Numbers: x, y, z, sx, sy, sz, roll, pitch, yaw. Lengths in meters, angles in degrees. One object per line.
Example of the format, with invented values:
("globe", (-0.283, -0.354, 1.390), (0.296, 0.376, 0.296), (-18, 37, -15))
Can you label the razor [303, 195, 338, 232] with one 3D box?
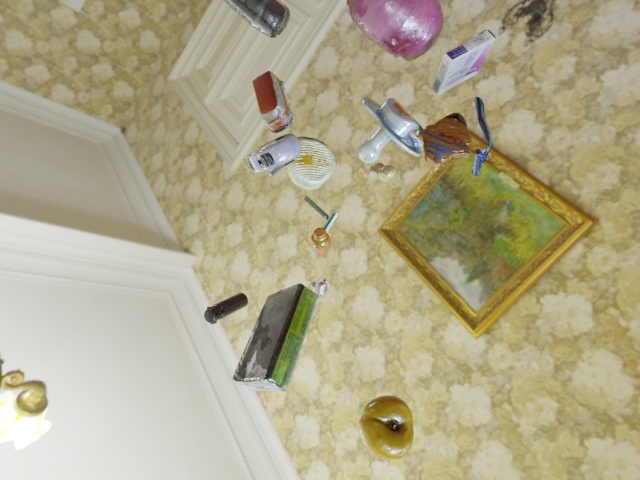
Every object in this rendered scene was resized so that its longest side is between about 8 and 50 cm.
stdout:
("razor", (-0.005, -0.112, 1.684), (0.036, 0.084, 0.211), (24, -164, -39))

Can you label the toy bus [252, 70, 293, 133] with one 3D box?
("toy bus", (-0.200, -0.570, 1.866), (0.120, 0.121, 0.265), (42, -152, -55))

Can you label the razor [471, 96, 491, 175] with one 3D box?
("razor", (0.521, -0.355, 1.466), (0.093, 0.056, 0.324), (75, -157, -53))

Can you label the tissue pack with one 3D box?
("tissue pack", (-0.171, 0.383, 1.776), (0.124, 0.288, 0.394), (33, -122, -22))

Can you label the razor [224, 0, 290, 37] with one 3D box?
("razor", (-0.251, -0.802, 1.457), (0.349, 0.113, 0.204), (40, -154, -12))

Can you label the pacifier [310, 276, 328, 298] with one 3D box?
("pacifier", (-0.008, 0.198, 1.955), (0.078, 0.099, 0.081), (17, -164, 37))

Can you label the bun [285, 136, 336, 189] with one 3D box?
("bun", (-0.053, -0.343, 2.014), (0.243, 0.244, 0.153), (33, 167, -17))

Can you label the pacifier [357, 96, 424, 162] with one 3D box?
("pacifier", (0.230, -0.368, 1.624), (0.244, 0.233, 0.299), (15, -141, -52))

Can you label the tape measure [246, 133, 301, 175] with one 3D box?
("tape measure", (-0.160, -0.320, 1.700), (0.178, 0.196, 0.105), (11, 131, 62))

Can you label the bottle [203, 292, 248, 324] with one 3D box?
("bottle", (-0.414, 0.298, 2.000), (0.072, 0.082, 0.244), (5, -169, 25))

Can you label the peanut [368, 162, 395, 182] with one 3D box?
("peanut", (0.272, -0.306, 2.044), (0.082, 0.082, 0.187), (27, -179, -31))

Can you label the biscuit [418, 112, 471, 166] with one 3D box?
("biscuit", (0.423, -0.343, 1.518), (0.183, 0.280, 0.043), (24, 151, 16))

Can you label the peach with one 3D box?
("peach", (0.194, 0.543, 1.331), (0.179, 0.103, 0.179), (11, -123, -18))

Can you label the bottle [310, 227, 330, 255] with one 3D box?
("bottle", (0.000, 0.000, 1.532), (0.069, 0.069, 0.187), (43, 170, 12))

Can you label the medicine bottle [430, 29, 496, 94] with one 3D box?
("medicine bottle", (0.480, -0.603, 1.548), (0.052, 0.201, 0.171), (53, 162, 17))

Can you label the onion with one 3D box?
("onion", (0.278, -0.808, 1.566), (0.358, 0.345, 0.358), (52, -167, -17))
